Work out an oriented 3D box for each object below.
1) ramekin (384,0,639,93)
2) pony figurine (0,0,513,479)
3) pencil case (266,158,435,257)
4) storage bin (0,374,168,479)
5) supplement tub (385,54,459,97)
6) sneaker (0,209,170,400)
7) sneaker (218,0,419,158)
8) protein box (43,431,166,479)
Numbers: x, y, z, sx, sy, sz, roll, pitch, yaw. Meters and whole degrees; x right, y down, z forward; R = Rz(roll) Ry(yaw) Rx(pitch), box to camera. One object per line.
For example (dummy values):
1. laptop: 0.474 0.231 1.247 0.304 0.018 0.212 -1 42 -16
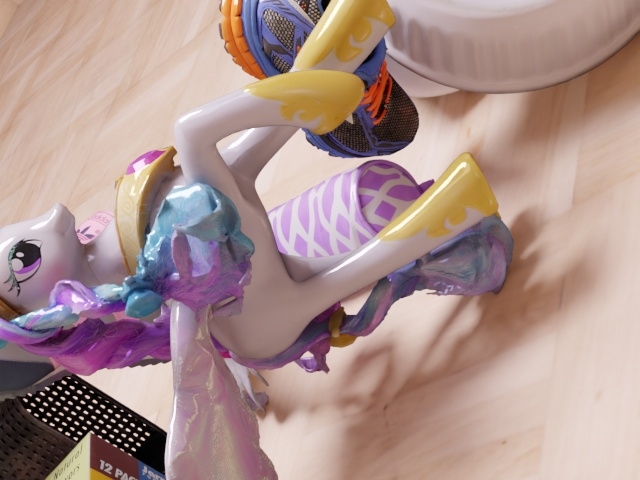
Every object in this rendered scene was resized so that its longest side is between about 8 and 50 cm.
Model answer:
1. ramekin: 0.129 -0.248 0.939 0.273 0.273 0.127 -52 -11 2
2. pony figurine: -0.055 0.036 0.893 0.363 0.351 0.303 -29 32 6
3. pencil case: 0.000 0.000 1.091 0.206 0.088 0.086 -23 75 47
4. storage bin: -0.204 0.181 1.080 0.084 0.180 0.122 -48 25 8
5. supplement tub: 0.059 -0.247 1.176 0.191 0.191 0.272 -51 25 5
6. sneaker: -0.210 0.038 1.034 0.112 0.319 0.131 28 114 34
7. sneaker: 0.017 -0.121 0.959 0.087 0.221 0.083 1 71 35
8. protein box: -0.172 0.291 0.932 0.200 0.136 0.201 -46 26 16
